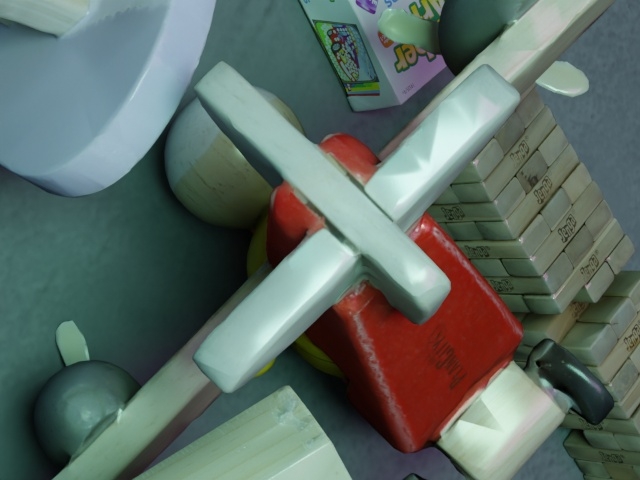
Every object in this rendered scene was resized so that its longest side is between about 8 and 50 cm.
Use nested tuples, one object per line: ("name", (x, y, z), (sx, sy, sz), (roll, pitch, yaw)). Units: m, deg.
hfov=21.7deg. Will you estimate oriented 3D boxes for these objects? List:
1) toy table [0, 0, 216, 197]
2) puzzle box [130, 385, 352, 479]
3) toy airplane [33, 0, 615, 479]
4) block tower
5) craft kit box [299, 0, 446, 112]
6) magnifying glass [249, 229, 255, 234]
("toy table", (-0.164, -0.169, 0.848), (0.161, 0.252, 0.274), (33, 24, -38))
("puzzle box", (-0.048, 0.287, 0.829), (0.272, 0.052, 0.409), (-31, 127, -8))
("toy airplane", (0.000, 0.000, 0.916), (0.386, 0.272, 0.384), (-17, 140, -42))
("block tower", (0.172, 0.036, 1.197), (0.091, 0.097, 0.335), (-49, 118, -30))
("craft kit box", (0.059, -0.256, 1.146), (0.250, 0.061, 0.246), (-42, 116, -32))
("magnifying glass", (0.025, 0.049, 1.118), (0.231, 0.026, 0.092), (47, 61, -26))
